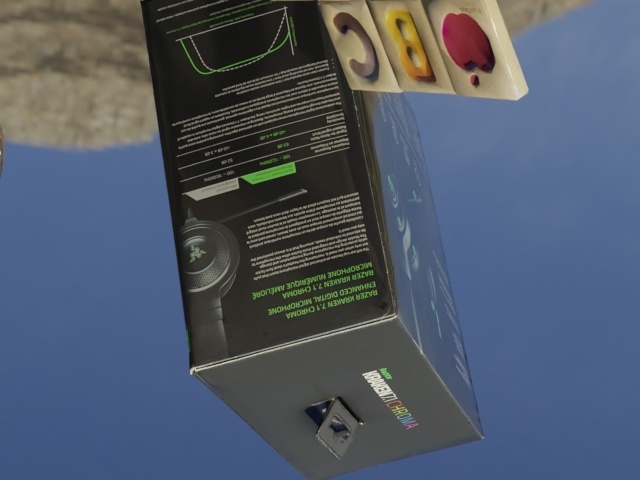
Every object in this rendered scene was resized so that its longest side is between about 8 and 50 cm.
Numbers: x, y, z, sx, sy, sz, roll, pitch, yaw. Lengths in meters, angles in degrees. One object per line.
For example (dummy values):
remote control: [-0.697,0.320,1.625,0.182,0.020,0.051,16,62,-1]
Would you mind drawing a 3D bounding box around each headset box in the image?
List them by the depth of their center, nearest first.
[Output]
headset box: [0.000,0.000,1.201,0.131,0.246,0.283,-16,-116,11]

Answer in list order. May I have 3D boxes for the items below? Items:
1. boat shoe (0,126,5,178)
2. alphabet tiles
boat shoe: [-0.276,0.041,1.115,0.123,0.324,0.120,18,-135,0]
alphabet tiles: [-0.001,-0.230,0.948,0.011,0.342,0.285,-31,-160,-23]
